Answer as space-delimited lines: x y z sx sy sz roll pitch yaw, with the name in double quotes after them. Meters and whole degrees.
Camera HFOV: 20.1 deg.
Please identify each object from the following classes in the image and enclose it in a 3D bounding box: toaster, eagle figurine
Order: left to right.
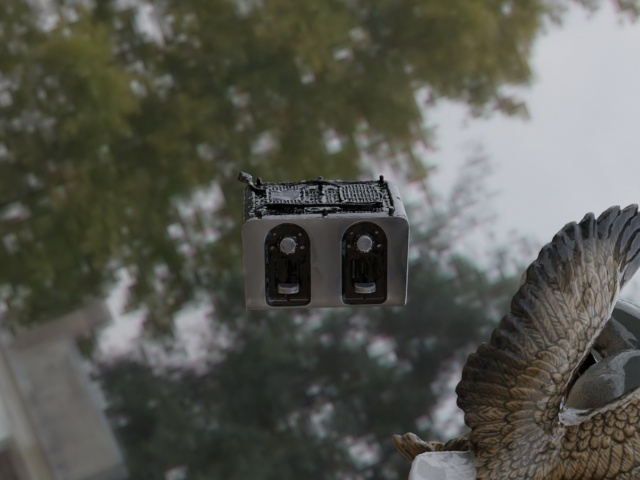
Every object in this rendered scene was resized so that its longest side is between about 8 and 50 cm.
0.000 0.000 1.837 0.185 0.168 0.110 -100 -170 -74 "toaster"
0.202 0.140 1.490 0.226 0.298 0.225 27 35 -41 "eagle figurine"

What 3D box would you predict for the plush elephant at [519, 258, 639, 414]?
0.295 0.213 1.794 0.255 0.330 0.272 109 -5 -46 "plush elephant"
